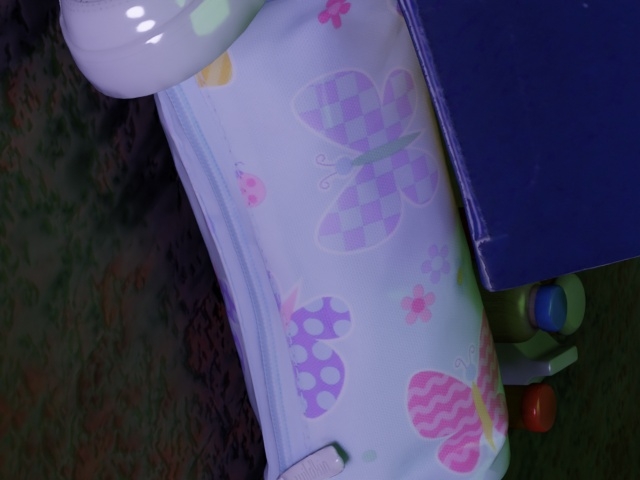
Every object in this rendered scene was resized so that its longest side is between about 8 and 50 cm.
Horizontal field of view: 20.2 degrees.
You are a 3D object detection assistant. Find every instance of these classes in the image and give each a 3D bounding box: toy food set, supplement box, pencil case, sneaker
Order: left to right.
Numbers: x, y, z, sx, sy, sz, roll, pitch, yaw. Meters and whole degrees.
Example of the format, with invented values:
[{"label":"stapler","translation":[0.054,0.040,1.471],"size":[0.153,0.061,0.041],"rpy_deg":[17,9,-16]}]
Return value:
[{"label":"sneaker","translation":[-0.073,-0.208,0.691],"size":[0.169,0.108,0.293],"rpy_deg":[52,38,-42]},{"label":"pencil case","translation":[0.000,0.000,0.790],"size":[0.124,0.113,0.273],"rpy_deg":[-24,114,-24]},{"label":"toy food set","translation":[0.113,0.036,0.981],"size":[0.232,0.104,0.111],"rpy_deg":[-18,105,-58]},{"label":"supplement box","translation":[0.130,-0.169,0.808],"size":[0.356,0.195,0.194],"rpy_deg":[-88,160,-58]}]
